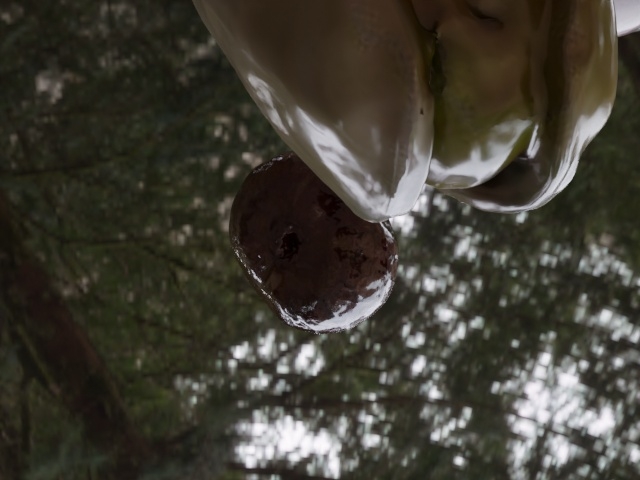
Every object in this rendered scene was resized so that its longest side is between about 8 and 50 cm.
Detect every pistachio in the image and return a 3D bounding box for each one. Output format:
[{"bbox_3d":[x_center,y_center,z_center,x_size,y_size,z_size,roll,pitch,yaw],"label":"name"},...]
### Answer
[{"bbox_3d":[0.015,-0.128,0.624,0.166,0.197,0.288,-3,-125,-16],"label":"pistachio"}]

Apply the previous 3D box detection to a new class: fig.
[{"bbox_3d":[-0.002,0.001,1.393,0.145,0.274,0.170,-33,-92,5],"label":"fig"}]

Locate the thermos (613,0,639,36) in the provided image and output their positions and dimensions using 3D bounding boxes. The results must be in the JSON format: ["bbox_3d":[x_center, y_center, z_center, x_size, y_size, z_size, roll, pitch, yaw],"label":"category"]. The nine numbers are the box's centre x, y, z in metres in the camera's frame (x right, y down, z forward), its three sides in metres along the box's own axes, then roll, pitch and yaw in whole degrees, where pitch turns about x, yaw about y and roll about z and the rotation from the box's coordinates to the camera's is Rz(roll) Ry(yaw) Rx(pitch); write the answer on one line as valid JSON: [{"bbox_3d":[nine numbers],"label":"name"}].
[{"bbox_3d":[0.137,-0.176,0.867,0.265,0.146,0.176,0,-175,-15],"label":"thermos"}]
